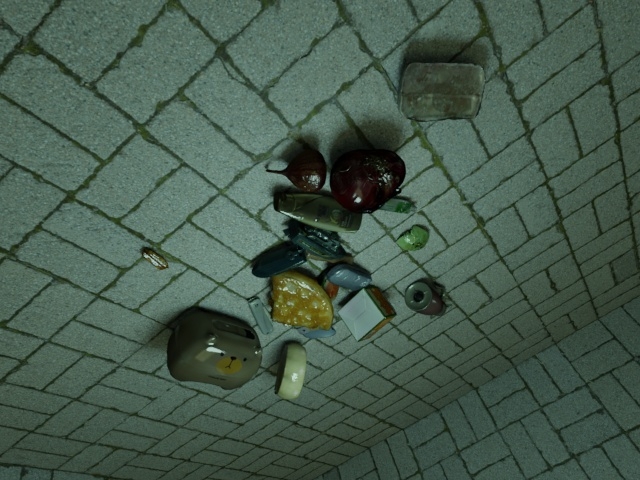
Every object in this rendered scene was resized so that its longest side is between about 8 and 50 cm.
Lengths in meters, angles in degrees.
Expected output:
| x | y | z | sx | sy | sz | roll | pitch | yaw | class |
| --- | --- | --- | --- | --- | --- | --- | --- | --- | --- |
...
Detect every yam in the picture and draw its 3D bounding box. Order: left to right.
| x | y | z | sx | sy | sz | roll | pitch | yaw | class |
| --- | --- | --- | --- | --- | --- | --- | --- | --- | --- |
| 0.036 | 0.068 | 1.818 | 0.240 | 0.057 | 0.057 | 12 | 126 | -29 | yam |

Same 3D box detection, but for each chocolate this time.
| x | y | z | sx | sy | sz | roll | pitch | yaw | class |
| --- | --- | --- | --- | --- | --- | --- | --- | --- | --- |
| 0.383 | -0.488 | 1.391 | 0.302 | 0.100 | 0.185 | -7 | 123 | -18 | chocolate |

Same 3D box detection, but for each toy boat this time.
| x | y | z | sx | sy | sz | roll | pitch | yaw | class |
| --- | --- | --- | --- | --- | --- | --- | --- | --- | --- |
| -0.169 | 0.089 | 1.734 | 0.245 | 0.093 | 0.103 | -22 | 168 | 8 | toy boat |
| 0.001 | -0.002 | 1.692 | 0.296 | 0.114 | 0.122 | 28 | 126 | -37 | toy boat |

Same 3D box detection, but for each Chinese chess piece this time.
| x | y | z | sx | sy | sz | roll | pitch | yaw | class |
| --- | --- | --- | --- | --- | --- | --- | --- | --- | --- |
| -0.149 | 0.652 | 2.140 | 0.111 | 0.270 | 0.270 | 13 | 128 | -9 | Chinese chess piece |

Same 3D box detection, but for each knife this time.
| x | y | z | sx | sy | sz | roll | pitch | yaw | class |
| --- | --- | --- | --- | --- | --- | --- | --- | --- | --- |
| -0.270 | 0.349 | 1.977 | 0.073 | 0.041 | 0.266 | -27 | 136 | -11 | knife |

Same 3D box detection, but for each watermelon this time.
| x | y | z | sx | sy | sz | roll | pitch | yaw | class |
| --- | --- | --- | --- | --- | --- | --- | --- | --- | --- |
| 0.037 | 0.213 | 1.954 | 0.119 | 0.063 | 0.245 | -21 | 136 | -19 | watermelon |

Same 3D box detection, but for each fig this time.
| x | y | z | sx | sy | sz | roll | pitch | yaw | class |
| --- | --- | --- | --- | --- | --- | --- | --- | --- | --- |
| -0.081 | -0.237 | 1.442 | 0.200 | 0.134 | 0.146 | 4 | 121 | -12 | fig |

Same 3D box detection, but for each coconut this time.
| x | y | z | sx | sy | sz | roll | pitch | yaw | class |
| --- | --- | --- | --- | --- | --- | --- | --- | --- | --- |
| 0.418 | -0.004 | 1.887 | 0.157 | 0.055 | 0.133 | -8 | 135 | -15 | coconut |

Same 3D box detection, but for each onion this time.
| x | y | z | sx | sy | sz | roll | pitch | yaw | class |
| --- | --- | --- | --- | --- | --- | --- | --- | --- | --- |
| 0.164 | -0.216 | 1.490 | 0.280 | 0.221 | 0.281 | -26 | 164 | -8 | onion |

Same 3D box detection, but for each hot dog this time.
| x | y | z | sx | sy | sz | roll | pitch | yaw | class |
| --- | --- | --- | --- | --- | --- | --- | --- | --- | --- |
| -0.614 | 0.068 | 1.592 | 0.049 | 0.037 | 0.122 | -21 | 131 | 17 | hot dog |

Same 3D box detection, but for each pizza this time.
| x | y | z | sx | sy | sz | roll | pitch | yaw | class |
| --- | --- | --- | --- | --- | --- | --- | --- | --- | --- |
| -0.096 | 0.273 | 1.882 | 0.277 | 0.114 | 0.409 | -37 | 115 | 22 | pizza |

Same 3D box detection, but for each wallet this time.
| x | y | z | sx | sy | sz | roll | pitch | yaw | class |
| --- | --- | --- | --- | --- | --- | --- | --- | --- | --- |
| -0.045 | 0.406 | 2.091 | 0.169 | 0.070 | 0.231 | -19 | 134 | 22 | wallet |

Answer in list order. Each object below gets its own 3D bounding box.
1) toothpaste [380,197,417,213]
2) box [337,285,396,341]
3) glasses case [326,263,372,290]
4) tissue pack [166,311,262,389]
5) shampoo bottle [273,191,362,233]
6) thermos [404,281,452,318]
| x | y | z | sx | sy | sz | roll | pitch | yaw | class |
| --- | --- | --- | --- | --- | --- | --- | --- | --- | --- |
| 0.278 | -0.145 | 1.713 | 0.247 | 0.047 | 0.078 | 7 | 125 | -22 | toothpaste |
| 0.222 | 0.346 | 2.031 | 0.195 | 0.178 | 0.148 | -47 | 154 | 23 | box |
| 0.131 | 0.165 | 1.905 | 0.109 | 0.067 | 0.282 | -38 | 148 | 21 | glasses case |
| -0.444 | 0.471 | 1.862 | 0.387 | 0.268 | 0.277 | 29 | 114 | -36 | tissue pack |
| -0.008 | -0.109 | 1.598 | 0.349 | 0.084 | 0.126 | 12 | 89 | -28 | shampoo bottle |
| 0.559 | 0.304 | 2.179 | 0.265 | 0.145 | 0.177 | 27 | 93 | -46 | thermos |
